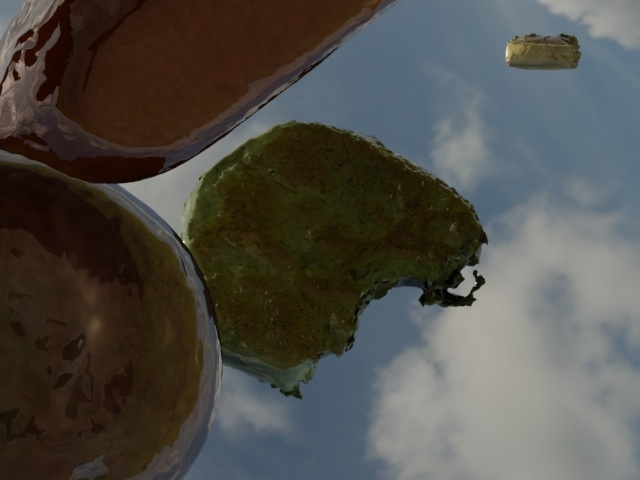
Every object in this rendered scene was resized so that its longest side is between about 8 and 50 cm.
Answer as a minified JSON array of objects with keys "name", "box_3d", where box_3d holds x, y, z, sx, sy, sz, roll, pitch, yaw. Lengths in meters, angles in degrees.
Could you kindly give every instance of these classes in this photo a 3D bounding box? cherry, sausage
[{"name":"cherry","box_3d":[-0.173,0.059,0.462,0.239,0.239,0.206,-2,-94,-42]},{"name":"sausage","box_3d":[0.016,-0.139,0.359,0.094,0.348,0.097,50,-175,-42]}]

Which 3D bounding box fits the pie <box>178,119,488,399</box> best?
[{"name":"pie","box_3d":[0.000,0.000,1.026,0.371,0.078,0.296,-27,-110,-26]}]

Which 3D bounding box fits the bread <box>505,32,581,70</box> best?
[{"name":"bread","box_3d":[0.216,-0.185,0.908,0.083,0.070,0.035,-38,-49,-63]}]
